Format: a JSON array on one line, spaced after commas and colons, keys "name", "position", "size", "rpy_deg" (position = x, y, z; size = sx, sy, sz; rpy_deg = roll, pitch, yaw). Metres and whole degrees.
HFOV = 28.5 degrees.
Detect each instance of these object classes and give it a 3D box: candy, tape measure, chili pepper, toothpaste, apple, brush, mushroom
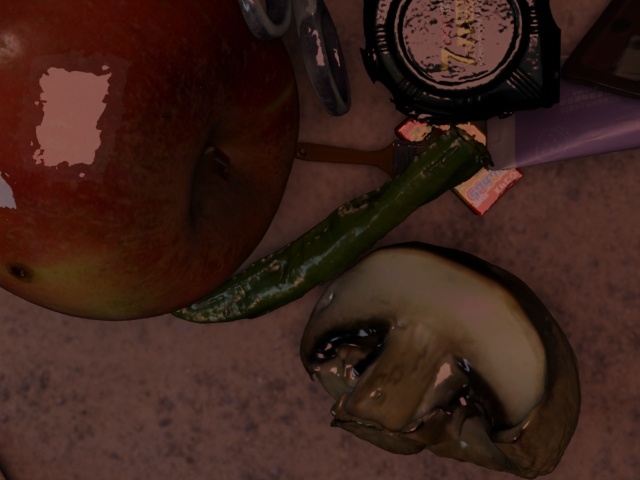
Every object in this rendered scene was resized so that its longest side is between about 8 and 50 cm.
[{"name": "candy", "position": [0.135, -0.087, 1.236], "size": [0.062, 0.038, 0.122], "rpy_deg": [-44, 92, 4]}, {"name": "tape measure", "position": [0.127, -0.208, 1.151], "size": [0.186, 0.112, 0.199], "rpy_deg": [-4, 104, 2]}, {"name": "chili pepper", "position": [0.000, 0.000, 1.198], "size": [0.359, 0.085, 0.076], "rpy_deg": [-30, 76, 17]}, {"name": "toothpaste", "position": [0.337, -0.140, 1.169], "size": [0.371, 0.080, 0.125], "rpy_deg": [-5, 65, 14]}, {"name": "apple", "position": [-0.189, -0.105, 1.092], "size": [0.277, 0.348, 0.348], "rpy_deg": [19, 95, 27]}, {"name": "brush", "position": [0.050, -0.080, 1.228], "size": [0.170, 0.014, 0.043], "rpy_deg": [7, 114, 18]}, {"name": "mushroom", "position": [0.130, 0.120, 1.193], "size": [0.267, 0.164, 0.189], "rpy_deg": [4, 67, 34]}]

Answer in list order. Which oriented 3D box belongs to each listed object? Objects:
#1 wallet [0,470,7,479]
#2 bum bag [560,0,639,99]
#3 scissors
[{"name": "wallet", "position": [-0.443, 0.329, 1.259], "size": [0.335, 0.068, 0.275], "rpy_deg": [-3, 93, -1]}, {"name": "bum bag", "position": [0.306, -0.196, 1.179], "size": [0.109, 0.026, 0.159], "rpy_deg": [23, 67, 39]}, {"name": "scissors", "position": [-0.038, -0.315, 1.130], "size": [0.029, 0.256, 0.383], "rpy_deg": [-14, 70, 16]}]
